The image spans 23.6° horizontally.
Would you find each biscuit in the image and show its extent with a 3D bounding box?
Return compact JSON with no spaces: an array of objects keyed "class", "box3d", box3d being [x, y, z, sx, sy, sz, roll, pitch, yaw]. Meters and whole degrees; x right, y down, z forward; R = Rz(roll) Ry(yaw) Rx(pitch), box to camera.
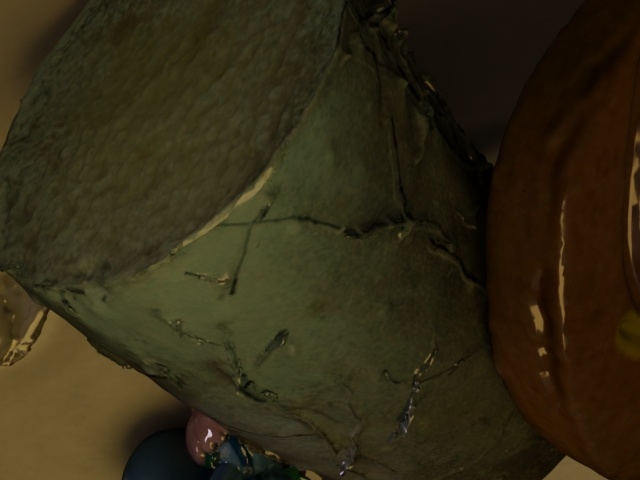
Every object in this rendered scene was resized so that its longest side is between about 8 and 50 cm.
[{"class":"biscuit","box3d":[0.228,-0.060,0.802,0.394,0.070,0.350,-45,136,-25]}]

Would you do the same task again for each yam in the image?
[{"class":"yam","box3d":[0.000,0.000,0.798,0.241,0.241,0.348,-33,138,12]}]

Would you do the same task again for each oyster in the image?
[{"class":"oyster","box3d":[-0.190,0.025,0.899,0.121,0.045,0.146,-11,127,-5]}]

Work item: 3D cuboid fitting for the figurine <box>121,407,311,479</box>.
[{"class":"figurine","box3d":[-0.048,0.152,1.030,0.144,0.114,0.178,20,114,-34]}]
